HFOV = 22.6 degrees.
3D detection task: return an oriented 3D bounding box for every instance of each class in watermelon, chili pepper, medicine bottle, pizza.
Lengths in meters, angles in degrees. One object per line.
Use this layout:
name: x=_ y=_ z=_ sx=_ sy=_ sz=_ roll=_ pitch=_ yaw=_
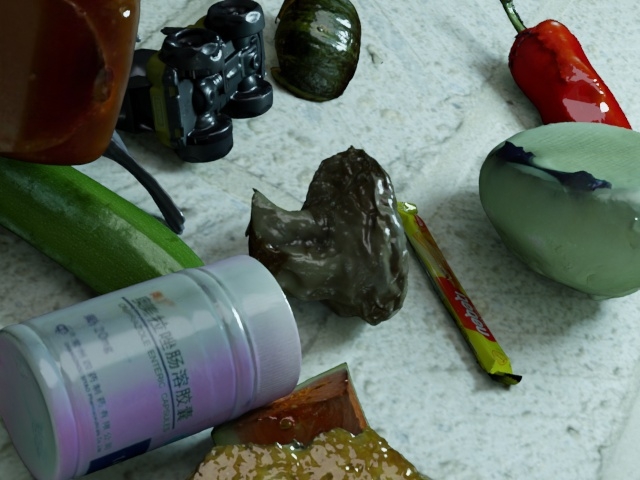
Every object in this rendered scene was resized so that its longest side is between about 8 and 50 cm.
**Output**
watermelon: x=-0.021 y=0.200 z=1.559 sx=0.145 sy=0.137 sz=0.193 roll=-19 pitch=49 yaw=0
chili pepper: x=0.353 y=-0.202 z=2.240 sx=0.110 sy=0.110 sz=0.387 roll=-7 pitch=53 yaw=-36
medicine bottle: x=-0.160 y=0.116 z=1.487 sx=0.254 sy=0.152 sz=0.152 roll=-18 pitch=55 yaw=-28
pizza: x=-0.013 y=0.263 z=1.453 sx=0.365 sy=0.074 sz=0.182 roll=-1 pitch=70 yaw=-20

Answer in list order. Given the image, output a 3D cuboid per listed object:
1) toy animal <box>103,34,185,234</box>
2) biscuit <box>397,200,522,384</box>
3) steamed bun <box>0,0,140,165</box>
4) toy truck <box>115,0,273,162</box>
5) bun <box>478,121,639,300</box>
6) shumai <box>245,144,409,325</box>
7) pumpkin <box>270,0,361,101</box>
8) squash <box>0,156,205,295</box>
toy animal: x=-0.275 y=-0.173 z=1.794 sx=0.367 sy=0.206 sz=0.081 roll=26 pitch=-4 yaw=2
biscuit: x=0.152 y=0.057 z=1.877 sx=0.048 sy=0.026 sz=0.292 roll=17 pitch=34 yaw=-44
steamed bun: x=-0.361 y=-0.229 z=1.630 sx=0.379 sy=0.235 sz=0.248 roll=19 pitch=20 yaw=9
toy truck: x=-0.163 y=-0.199 z=1.920 sx=0.165 sy=0.147 sz=0.224 roll=8 pitch=32 yaw=24
bun: x=0.335 y=-0.024 z=1.957 sx=0.293 sy=0.187 sz=0.293 roll=3 pitch=24 yaw=-1
shumai: x=0.000 y=0.000 z=1.777 sx=0.175 sy=0.166 sz=0.206 roll=-9 pitch=44 yaw=-7
pumpkin: x=-0.001 y=-0.275 z=2.119 sx=0.119 sy=0.107 sz=0.183 roll=19 pitch=39 yaw=-18
squash: x=-0.229 y=-0.002 z=1.665 sx=0.379 sy=0.101 sz=0.101 roll=34 pitch=38 yaw=12
